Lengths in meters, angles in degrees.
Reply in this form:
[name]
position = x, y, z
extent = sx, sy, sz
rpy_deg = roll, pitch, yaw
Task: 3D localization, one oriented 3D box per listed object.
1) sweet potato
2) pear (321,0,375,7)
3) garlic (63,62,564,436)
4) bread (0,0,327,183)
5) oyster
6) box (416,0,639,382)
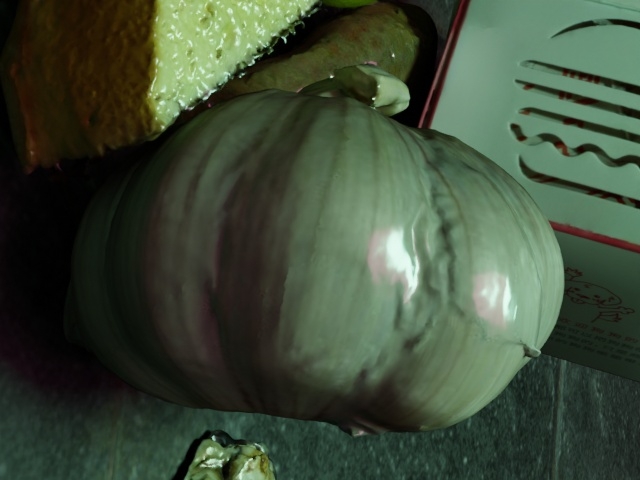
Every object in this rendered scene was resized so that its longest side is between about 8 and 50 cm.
[sweet potato]
position = 0.014, -0.141, 0.901
extent = 0.385, 0.109, 0.109
rpy_deg = -35, 121, -54
[pear]
position = 0.030, -0.254, 0.877
extent = 0.141, 0.104, 0.141
rpy_deg = -49, 171, -11
[garlic]
position = -0.001, 0.017, 0.687
extent = 0.322, 0.322, 0.241
rpy_deg = -31, 114, -55
[bread]
position = -0.107, -0.156, 0.675
extent = 0.260, 0.129, 0.134
rpy_deg = -53, 127, -47
[oyster]
position = -0.059, 0.253, 0.828
extent = 0.163, 0.081, 0.191
rpy_deg = -44, 132, -55
[box]
position = 0.250, -0.073, 1.012
extent = 0.312, 0.314, 0.300
rpy_deg = 87, 20, -66
